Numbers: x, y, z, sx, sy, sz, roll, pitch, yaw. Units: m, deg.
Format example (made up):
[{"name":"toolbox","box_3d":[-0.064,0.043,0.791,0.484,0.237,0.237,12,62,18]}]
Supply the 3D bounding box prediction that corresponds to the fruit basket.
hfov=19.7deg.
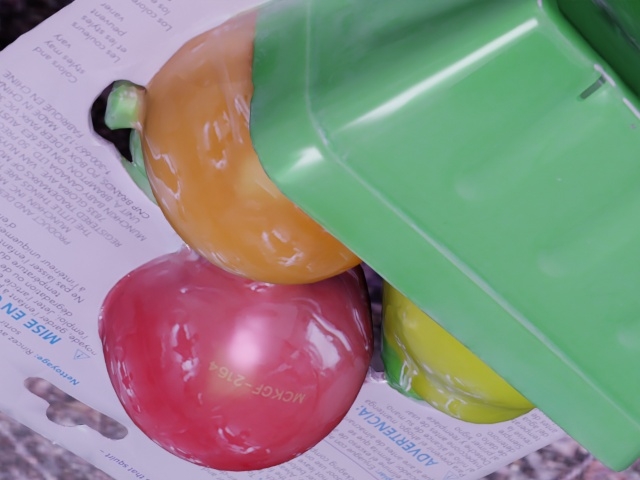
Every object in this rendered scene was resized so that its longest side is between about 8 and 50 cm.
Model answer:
[{"name":"fruit basket","box_3d":[0.000,0.000,0.767,0.353,0.165,0.327,-26,130,33]}]
